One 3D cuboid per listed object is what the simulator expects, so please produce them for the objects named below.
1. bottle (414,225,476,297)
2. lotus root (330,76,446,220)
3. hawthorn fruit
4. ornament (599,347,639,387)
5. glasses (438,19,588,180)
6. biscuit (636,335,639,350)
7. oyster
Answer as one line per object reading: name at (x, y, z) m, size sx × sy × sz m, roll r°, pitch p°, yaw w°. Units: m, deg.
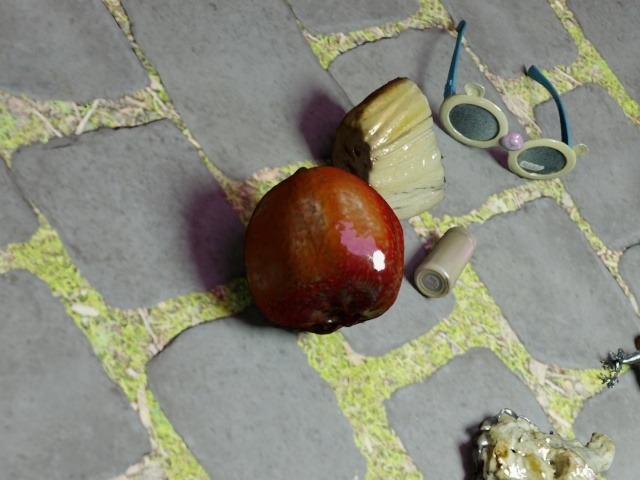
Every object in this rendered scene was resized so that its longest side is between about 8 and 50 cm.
bottle at (0.142, 0.023, 1.957) m, size 0.045 × 0.045 × 0.096 m, roll 44°, pitch 40°, yaw -3°
lotus root at (0.068, -0.100, 1.967) m, size 0.135 × 0.095 × 0.159 m, roll -28°, pitch 119°, yaw -42°
hawthorn fruit at (0.000, 0.000, 1.776) m, size 0.169 × 0.169 × 0.188 m, roll 3°, pitch 58°, yaw -38°
ornament at (0.383, 0.154, 2.048) m, size 0.125 × 0.028 × 0.073 m, roll -9°, pitch 67°, yaw -24°
glasses at (0.221, -0.169, 2.179) m, size 0.190 × 0.088 × 0.220 m, roll 27°, pitch 25°, yaw -20°
biscuit at (0.447, 0.177, 2.102) m, size 0.124 × 0.026 × 0.175 m, roll -27°, pitch 78°, yaw -48°
oyster at (0.249, 0.235, 1.858) m, size 0.163 × 0.081 × 0.191 m, roll 49°, pitch 38°, yaw 9°
